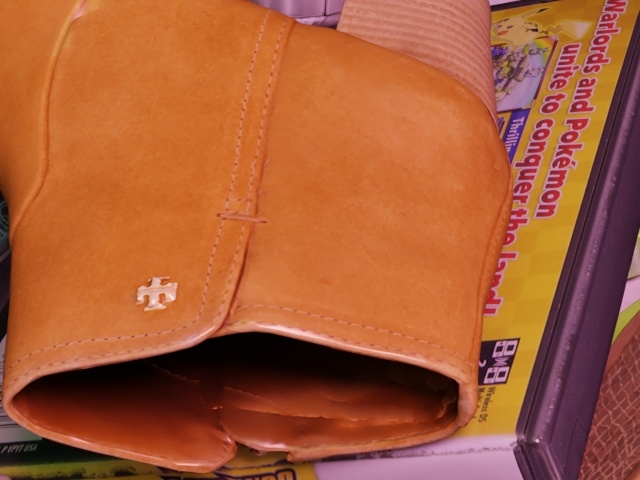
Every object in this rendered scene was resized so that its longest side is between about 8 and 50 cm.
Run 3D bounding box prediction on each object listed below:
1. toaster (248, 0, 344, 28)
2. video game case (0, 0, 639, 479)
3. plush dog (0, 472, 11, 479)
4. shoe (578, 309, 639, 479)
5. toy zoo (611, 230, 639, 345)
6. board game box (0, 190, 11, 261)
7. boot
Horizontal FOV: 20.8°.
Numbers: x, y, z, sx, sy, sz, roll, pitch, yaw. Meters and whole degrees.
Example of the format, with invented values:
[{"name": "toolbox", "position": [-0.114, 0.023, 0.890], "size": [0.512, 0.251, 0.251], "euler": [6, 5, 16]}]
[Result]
[{"name": "toaster", "position": [-0.017, -0.196, 0.800], "size": [0.129, 0.146, 0.227], "euler": [-20, 43, -24]}, {"name": "video game case", "position": [0.000, 0.000, 0.672], "size": [0.248, 0.035, 0.275], "euler": [-7, 36, 27]}, {"name": "plush dog", "position": [-0.070, 0.192, 0.496], "size": [0.225, 0.210, 0.262], "euler": [5, 81, -7]}, {"name": "shoe", "position": [0.125, 0.064, 0.573], "size": [0.219, 0.058, 0.076], "euler": [-41, 27, -13]}, {"name": "toy zoo", "position": [0.189, 0.065, 0.595], "size": [0.192, 0.030, 0.293], "euler": [-35, 48, -4]}, {"name": "board game box", "position": [-0.191, 0.030, 0.758], "size": [0.186, 0.026, 0.126], "euler": [-43, 15, -10]}, {"name": "boot", "position": [-0.084, -0.024, 0.587], "size": [0.295, 0.104, 0.211], "euler": [4, 43, 9]}]
